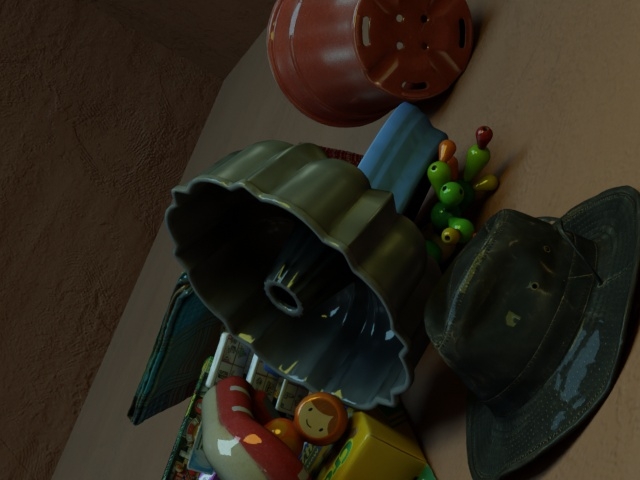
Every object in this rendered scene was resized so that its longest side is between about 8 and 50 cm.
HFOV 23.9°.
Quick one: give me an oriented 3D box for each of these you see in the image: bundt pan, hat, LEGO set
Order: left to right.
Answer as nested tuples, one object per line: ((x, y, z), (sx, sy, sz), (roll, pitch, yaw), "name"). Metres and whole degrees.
((-0.112, 0.259, 2.028), (0.060, 0.182, 0.244), (9, 79, 45), "LEGO set")
((-0.003, 0.024, 1.624), (0.124, 0.331, 0.331), (-47, 5, -29), "bundt pan")
((0.180, 0.065, 1.469), (0.331, 0.134, 0.331), (-55, 15, 22), "hat")

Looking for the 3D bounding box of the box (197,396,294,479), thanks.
((-0.100, 0.290, 2.099), (0.029, 0.116, 0.162), (15, 70, 35), "box")

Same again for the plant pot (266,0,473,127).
((0.090, -0.314, 2.342), (0.272, 0.272, 0.265), (-63, 22, -8), "plant pot")

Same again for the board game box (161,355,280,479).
((-0.144, 0.304, 2.180), (0.030, 0.136, 0.260), (-41, 25, 49), "board game box")

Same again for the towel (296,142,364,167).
((-0.019, -0.057, 2.385), (0.199, 0.031, 0.275), (-59, -21, 12), "towel")

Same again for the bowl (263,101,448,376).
((0.052, 0.012, 1.943), (0.391, 0.077, 0.391), (-61, -5, -10), "bowl")

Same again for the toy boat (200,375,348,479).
((-0.039, 0.220, 1.658), (0.151, 0.151, 0.231), (-31, 17, 3), "toy boat")

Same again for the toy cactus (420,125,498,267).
((0.159, -0.019, 1.840), (0.180, 0.112, 0.219), (104, -177, -59), "toy cactus")

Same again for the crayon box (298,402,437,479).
((0.022, 0.278, 1.728), (0.203, 0.083, 0.323), (-59, 14, 9), "crayon box")

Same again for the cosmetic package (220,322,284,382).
((-0.051, 0.111, 2.224), (0.231, 0.117, 0.085), (-51, 33, 45), "cosmetic package")

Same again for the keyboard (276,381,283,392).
((-0.102, 0.311, 2.270), (0.072, 0.014, 0.256), (-45, 21, 50), "keyboard")

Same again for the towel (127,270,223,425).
((-0.154, 0.133, 2.359), (0.271, 0.040, 0.370), (-24, -27, -37), "towel")
